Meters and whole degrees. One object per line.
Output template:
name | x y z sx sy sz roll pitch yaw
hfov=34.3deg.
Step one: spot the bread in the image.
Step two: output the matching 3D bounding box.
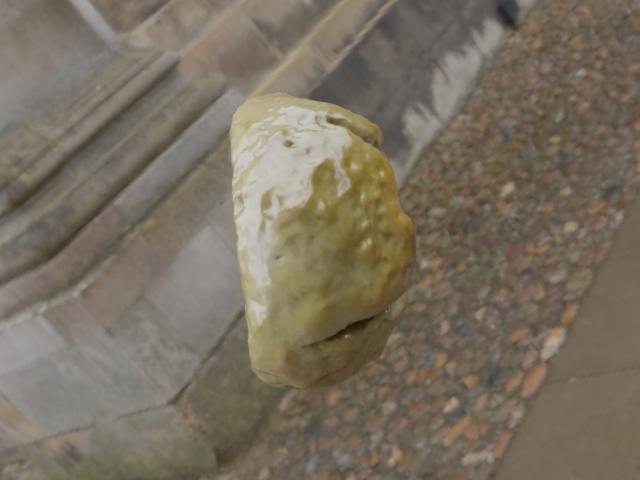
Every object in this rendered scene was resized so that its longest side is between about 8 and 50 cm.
bread | 0.000 0.000 0.817 0.134 0.244 0.244 -9 17 -2
